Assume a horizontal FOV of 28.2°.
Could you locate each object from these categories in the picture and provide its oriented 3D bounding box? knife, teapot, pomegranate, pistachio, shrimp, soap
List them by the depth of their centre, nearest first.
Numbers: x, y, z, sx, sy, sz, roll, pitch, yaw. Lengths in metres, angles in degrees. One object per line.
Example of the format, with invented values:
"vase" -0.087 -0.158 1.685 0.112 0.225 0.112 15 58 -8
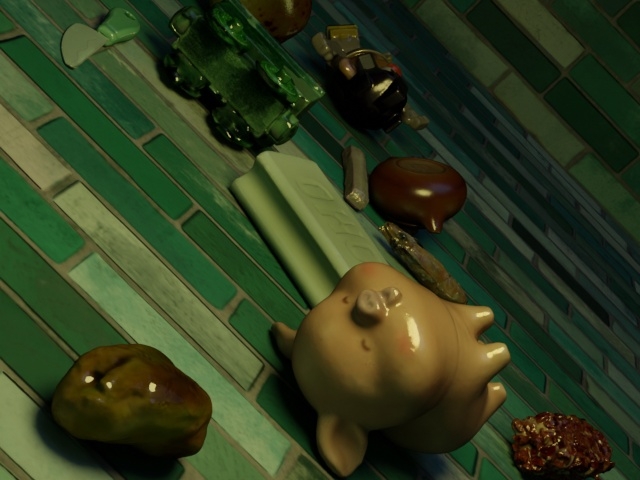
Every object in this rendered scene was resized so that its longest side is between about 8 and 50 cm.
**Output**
"pistachio" -0.172 0.150 1.225 0.189 0.100 0.110 22 36 -46
"knife" -0.331 -0.300 1.865 0.063 0.034 0.260 41 24 -3
"soap" 0.000 0.000 1.865 0.265 0.087 0.160 55 21 22
"shrimp" 0.179 0.035 2.216 0.223 0.047 0.126 44 13 -23
"pomegranate" -0.120 -0.443 2.312 0.198 0.198 0.246 49 23 7
"teapot" 0.163 -0.081 2.317 0.178 0.135 0.252 4 19 -22

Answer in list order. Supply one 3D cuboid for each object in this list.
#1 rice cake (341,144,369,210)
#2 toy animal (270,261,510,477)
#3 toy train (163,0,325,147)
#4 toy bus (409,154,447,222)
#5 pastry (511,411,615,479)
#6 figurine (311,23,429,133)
"rice cake" 0.063 -0.113 2.281 0.047 0.036 0.206 27 26 -16
"toy animal" 0.098 0.159 1.597 0.326 0.269 0.237 73 -7 -52
"toy train" -0.130 -0.262 2.024 0.266 0.145 0.202 47 17 0
"toy bus" 0.216 -0.106 2.551 0.061 0.051 0.153 8 43 -51
"pastry" 0.375 0.325 1.981 0.208 0.097 0.115 16 54 -52
"figurine" 0.096 -0.317 2.573 0.308 0.143 0.308 22 26 -11
